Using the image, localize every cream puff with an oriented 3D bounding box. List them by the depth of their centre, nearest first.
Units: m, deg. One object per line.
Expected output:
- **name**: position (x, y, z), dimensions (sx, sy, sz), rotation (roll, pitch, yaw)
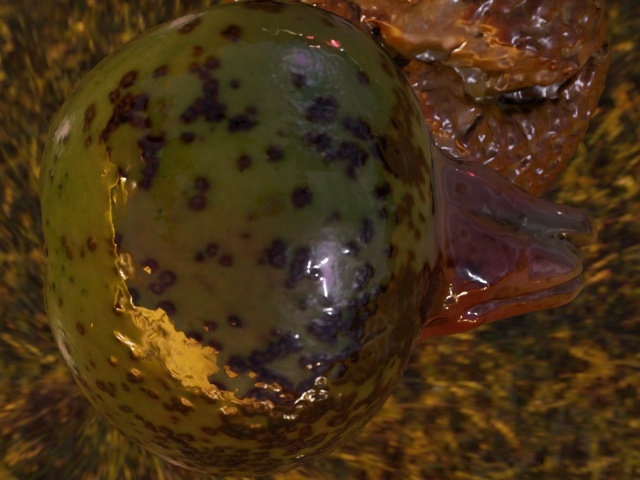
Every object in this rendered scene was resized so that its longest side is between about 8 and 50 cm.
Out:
- **cream puff**: position (0.068, -0.133, 1.405), dimensions (0.303, 0.212, 0.303), rotation (0, 106, -1)

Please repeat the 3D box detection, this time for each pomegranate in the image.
- **pomegranate**: position (0.000, 0.000, 0.849), dimensions (0.247, 0.214, 0.214), rotation (3, 86, -12)
